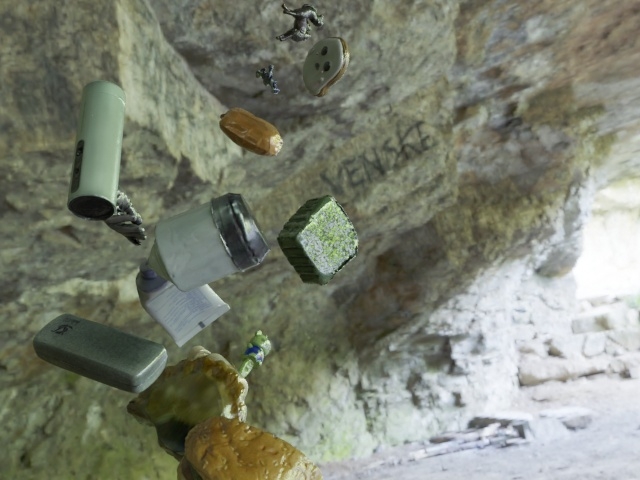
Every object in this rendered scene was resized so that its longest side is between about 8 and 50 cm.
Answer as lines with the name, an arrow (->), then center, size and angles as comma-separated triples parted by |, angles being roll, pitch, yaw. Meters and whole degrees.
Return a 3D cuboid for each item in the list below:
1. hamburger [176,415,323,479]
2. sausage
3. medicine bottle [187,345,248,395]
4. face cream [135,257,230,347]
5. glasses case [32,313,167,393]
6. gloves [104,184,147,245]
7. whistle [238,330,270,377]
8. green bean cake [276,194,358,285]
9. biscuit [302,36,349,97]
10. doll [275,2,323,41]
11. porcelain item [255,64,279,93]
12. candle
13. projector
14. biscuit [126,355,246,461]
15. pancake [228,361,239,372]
hamburger -> -0.175, 0.532, 1.426 | 0.330, 0.162, 0.209 | 18, 31, 10
sausage -> -0.243, -0.375, 2.278 | 0.241, 0.120, 0.136 | 30, 8, 11
medicine bottle -> -0.335, 0.418, 2.062 | 0.114, 0.114, 0.252 | -3, 23, -39
face cream -> -0.493, 0.202, 2.279 | 0.235, 0.137, 0.420 | -39, -42, -9
glasses case -> -0.535, 0.270, 1.590 | 0.323, 0.074, 0.131 | 14, 34, 19
gloves -> -0.632, -0.109, 2.034 | 0.119, 0.285, 0.142 | -29, 7, 26
whistle -> -0.267, 0.459, 2.627 | 0.085, 0.105, 0.227 | -12, 30, 35
green bean cake -> 0.000, 0.000, 1.992 | 0.125, 0.222, 0.227 | -2, 38, 51
biscuit -> 0.010, -0.593, 2.207 | 0.049, 0.180, 0.208 | 5, -32, -42
doll -> -0.069, -0.769, 2.328 | 0.165, 0.138, 0.057 | 0, 19, -23
porcelain item -> -0.174, -0.559, 2.217 | 0.021, 0.136, 0.075 | -8, -47, -38
candle -> -0.325, 0.017, 1.791 | 0.343, 0.221, 0.221 | -23, -12, 1
projector -> -0.519, -0.215, 1.536 | 0.108, 0.337, 0.108 | -4, -29, -2
biscuit -> -0.368, 0.475, 1.784 | 0.335, 0.329, 0.078 | -4, -29, 5
pancake -> -0.341, 0.503, 2.173 | 0.236, 0.222, 0.042 | -14, -44, 43
